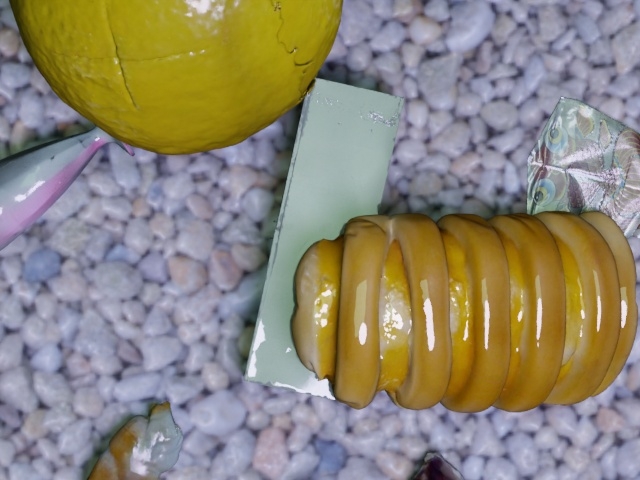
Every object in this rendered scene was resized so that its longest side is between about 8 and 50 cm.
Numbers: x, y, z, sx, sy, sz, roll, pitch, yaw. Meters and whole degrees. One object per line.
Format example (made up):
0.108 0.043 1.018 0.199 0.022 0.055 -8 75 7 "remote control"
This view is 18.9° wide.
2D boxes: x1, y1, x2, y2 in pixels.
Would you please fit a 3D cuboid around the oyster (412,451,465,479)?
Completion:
0.097 0.346 1.671 0.271 0.100 0.275 32 92 15 "oyster"

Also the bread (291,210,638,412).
0.128 0.062 1.631 0.311 0.121 0.172 -2 94 -24 "bread"

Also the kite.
0.299 -0.049 1.730 0.229 0.016 0.127 10 91 0 "kite"

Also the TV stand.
0.000 0.000 1.690 0.088 0.083 0.269 13 87 -3 "TV stand"

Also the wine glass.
-0.243 -0.059 1.690 0.155 0.073 0.073 -34 89 -2 "wine glass"

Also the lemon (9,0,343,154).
-0.115 -0.219 1.590 0.297 0.297 0.297 0 88 -1 "lemon"

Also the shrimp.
-0.127 0.238 1.695 0.166 0.049 0.161 29 90 -1 "shrimp"
